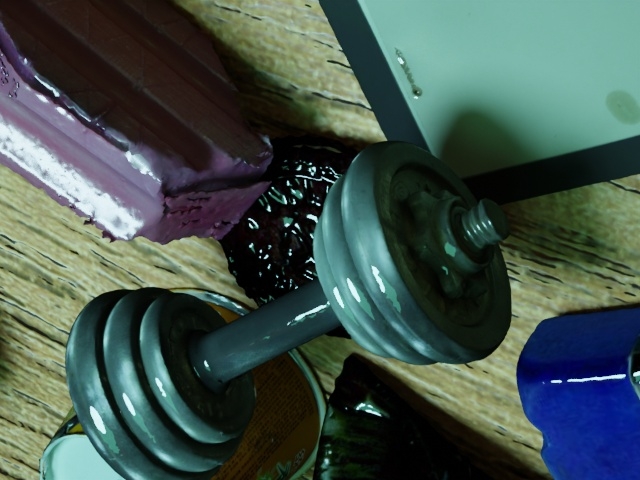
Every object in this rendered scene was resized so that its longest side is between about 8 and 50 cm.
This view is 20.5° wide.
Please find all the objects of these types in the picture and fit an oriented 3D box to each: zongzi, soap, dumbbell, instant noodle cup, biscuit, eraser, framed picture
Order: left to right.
[{"bbox_3d":[-0.166,-0.115,1.394,0.289,0.182,0.112,37,135,0],"label":"soap"},{"bbox_3d":[-0.131,0.186,1.588,0.230,0.182,0.230,15,128,19],"label":"instant noodle cup"},{"bbox_3d":[-0.029,0.064,1.362,0.406,0.179,0.179,-27,106,30],"label":"dumbbell"},{"bbox_3d":[0.000,0.000,1.463,0.194,0.053,0.195,13,126,18],"label":"biscuit"},{"bbox_3d":[0.072,0.347,1.476,0.383,0.362,0.319,42,151,-6],"label":"zongzi"},{"bbox_3d":[0.167,-0.155,1.285,0.347,0.016,0.265,-14,115,35],"label":"framed picture"},{"bbox_3d":[0.323,0.121,1.336,0.332,0.101,0.155,-8,119,35],"label":"eraser"}]
